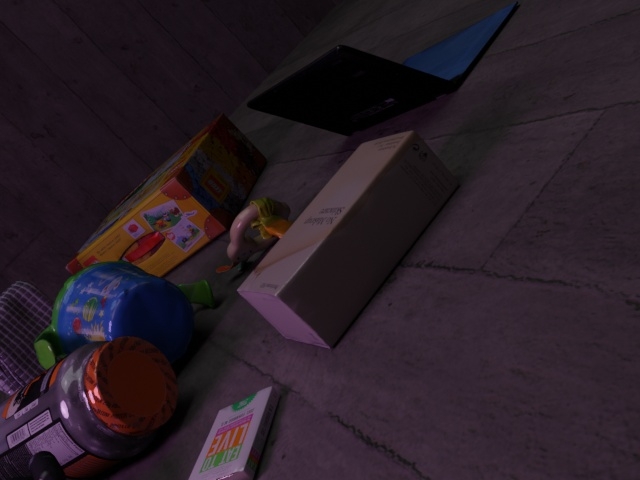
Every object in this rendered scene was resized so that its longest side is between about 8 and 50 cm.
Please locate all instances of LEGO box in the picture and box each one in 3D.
[{"bbox_3d":[-0.425,-0.078,2.126,0.500,0.193,0.373,-33,21,32],"label":"LEGO box"}]

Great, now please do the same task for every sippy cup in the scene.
[{"bbox_3d":[-0.354,0.153,1.418,0.224,0.240,0.306,-4,49,55],"label":"sippy cup"}]

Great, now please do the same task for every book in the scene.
[{"bbox_3d":[-0.106,0.256,0.958,0.096,0.035,0.144,-31,21,26],"label":"book"}]

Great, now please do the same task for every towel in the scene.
[{"bbox_3d":[-0.685,0.255,1.806,0.121,0.283,0.235,-38,16,29],"label":"towel"}]

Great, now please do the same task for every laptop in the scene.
[{"bbox_3d":[0.120,-0.377,1.559,0.382,0.407,0.237,-13,69,59],"label":"laptop"}]

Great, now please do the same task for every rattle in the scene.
[{"bbox_3d":[-0.114,0.027,1.483,0.200,0.142,0.130,-55,-18,17],"label":"rattle"}]

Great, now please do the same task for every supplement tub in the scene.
[{"bbox_3d":[-0.386,0.286,1.232,0.316,0.193,0.194,-32,21,31],"label":"supplement tub"}]

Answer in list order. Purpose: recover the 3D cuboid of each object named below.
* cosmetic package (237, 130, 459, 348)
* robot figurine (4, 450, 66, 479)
[{"bbox_3d":[0.039,-0.005,1.086,0.309,0.113,0.160,-50,19,-19],"label":"cosmetic package"},{"bbox_3d":[-0.387,0.413,0.998,0.173,0.209,0.278,-28,9,-25],"label":"robot figurine"}]
